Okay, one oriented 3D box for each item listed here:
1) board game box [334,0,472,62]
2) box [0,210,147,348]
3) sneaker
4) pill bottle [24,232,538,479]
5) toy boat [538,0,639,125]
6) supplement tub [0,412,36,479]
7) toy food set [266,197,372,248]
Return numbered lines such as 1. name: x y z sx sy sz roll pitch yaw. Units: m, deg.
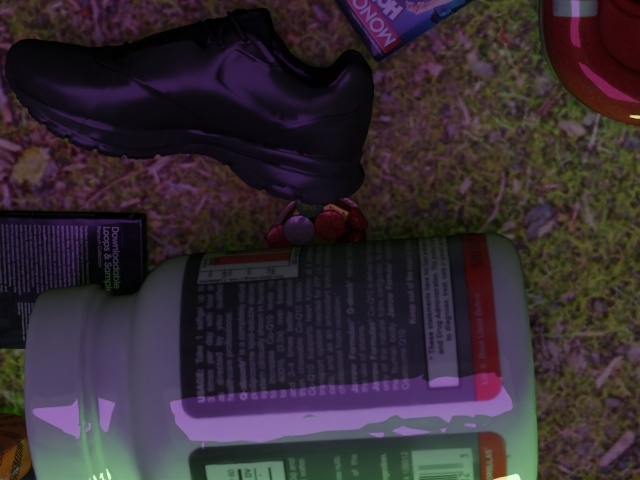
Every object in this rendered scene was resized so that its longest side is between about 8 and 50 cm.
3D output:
1. board game box: 0.031 -0.244 1.125 0.194 0.060 0.194 -31 101 12
2. box: -0.222 0.033 1.231 0.162 0.029 0.116 2 106 5
3. sneaker: -0.094 -0.124 1.135 0.286 0.109 0.130 12 118 -8
4. pill bottle: -0.026 0.108 1.128 0.362 0.210 0.210 -4 104 4
5. toy boat: 0.245 -0.193 1.063 0.151 0.151 0.231 -4 110 -11
6. supplement tub: -0.268 0.315 1.222 0.193 0.193 0.316 -11 104 7
7. toy food set: 0.000 0.000 1.211 0.082 0.020 0.083 25 105 -3
